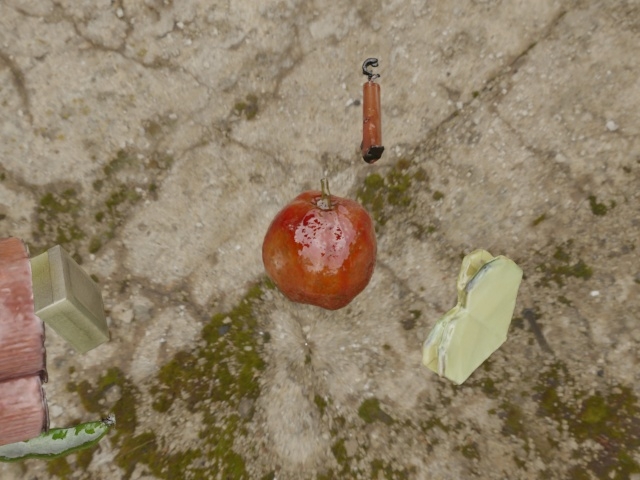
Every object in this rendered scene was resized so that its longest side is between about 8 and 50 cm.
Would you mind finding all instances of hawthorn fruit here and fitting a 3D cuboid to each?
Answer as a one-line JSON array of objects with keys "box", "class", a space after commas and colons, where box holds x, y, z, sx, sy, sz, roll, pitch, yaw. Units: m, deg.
[{"box": [0.000, 0.000, 1.015, 0.205, 0.253, 0.205, -2, 45, 2], "class": "hawthorn fruit"}]

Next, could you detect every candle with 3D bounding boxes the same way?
[{"box": [-0.453, 0.108, 0.765, 0.132, 0.316, 0.287, -7, 48, -34], "class": "candle"}, {"box": [0.049, -0.129, 0.563, 0.021, 0.026, 0.167, 4, 44, 0], "class": "candle"}]

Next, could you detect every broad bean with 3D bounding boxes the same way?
[{"box": [-0.479, 0.352, 1.017, 0.255, 0.046, 0.065, -10, 106, -1], "class": "broad bean"}]

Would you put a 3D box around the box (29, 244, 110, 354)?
[{"box": [-0.250, 0.057, 0.580, 0.035, 0.079, 0.083, -28, 47, -5], "class": "box"}]

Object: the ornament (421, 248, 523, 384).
[{"box": [0.244, 0.127, 0.885, 0.059, 0.180, 0.201, 24, 83, 46], "class": "ornament"}]
